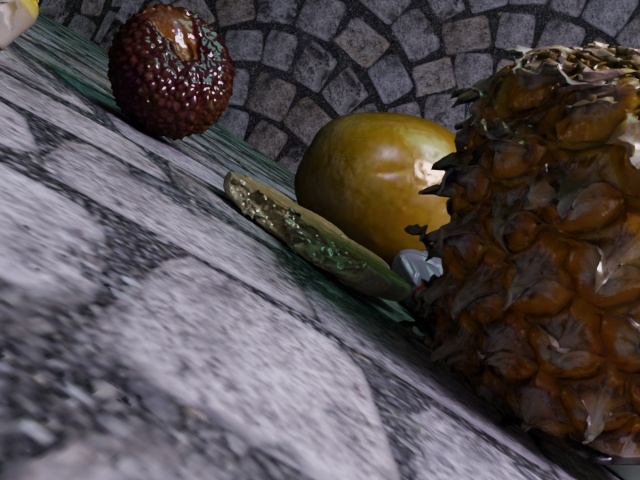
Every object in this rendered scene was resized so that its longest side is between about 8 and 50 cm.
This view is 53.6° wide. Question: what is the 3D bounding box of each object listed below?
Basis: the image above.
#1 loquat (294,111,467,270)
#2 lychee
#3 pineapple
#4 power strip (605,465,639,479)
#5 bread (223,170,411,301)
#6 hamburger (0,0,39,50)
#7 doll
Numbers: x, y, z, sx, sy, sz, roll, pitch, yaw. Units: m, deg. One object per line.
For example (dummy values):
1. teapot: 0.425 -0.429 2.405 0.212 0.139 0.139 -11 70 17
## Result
1. loquat: 0.110 -0.081 1.009 0.283 0.276 0.276 31 5 12
2. lychee: -0.217 -0.229 0.900 0.188 0.188 0.188 33 6 -4
3. pineapple: 0.250 -0.013 0.551 0.352 0.300 0.352 2 21 -1
4. power strip: 0.397 0.251 0.556 0.385 0.091 0.062 36 9 29
5. bread: 0.000 0.000 0.759 0.250 0.039 0.181 35 6 25
6. hamburger: -0.389 -0.284 0.635 0.210 0.116 0.173 32 3 -10
7. doll: 0.136 0.064 0.827 0.094 0.079 0.180 47 11 -29
